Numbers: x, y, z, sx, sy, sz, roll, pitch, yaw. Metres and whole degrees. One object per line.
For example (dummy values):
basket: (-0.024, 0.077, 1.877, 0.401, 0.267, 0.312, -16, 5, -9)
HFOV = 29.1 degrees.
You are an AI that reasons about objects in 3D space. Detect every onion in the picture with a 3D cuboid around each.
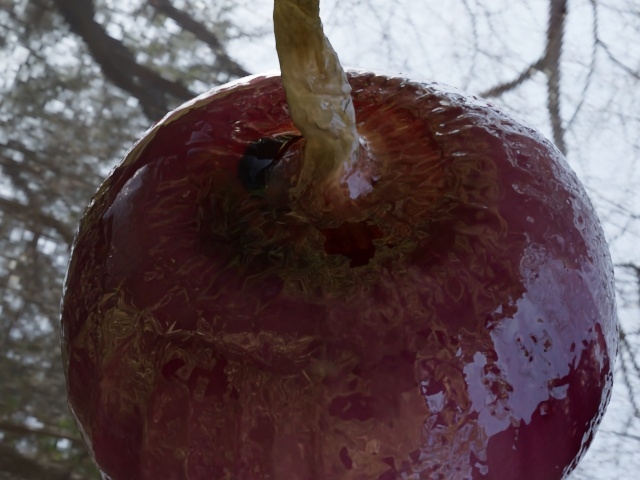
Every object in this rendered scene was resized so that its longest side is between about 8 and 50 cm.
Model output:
onion: (-0.002, 0.034, 0.763, 0.358, 0.345, 0.358, -13, -120, 24)
